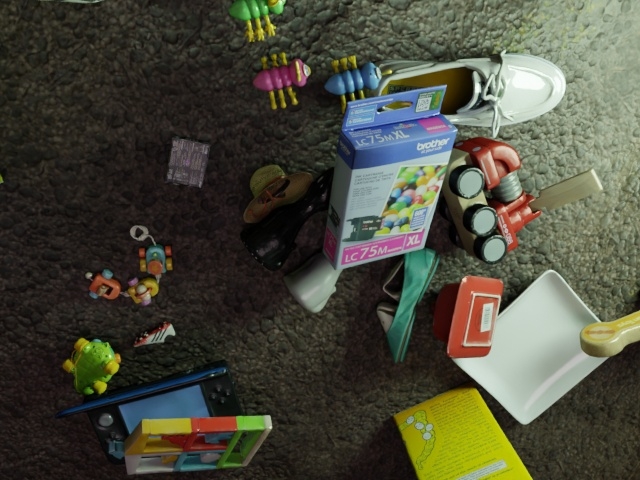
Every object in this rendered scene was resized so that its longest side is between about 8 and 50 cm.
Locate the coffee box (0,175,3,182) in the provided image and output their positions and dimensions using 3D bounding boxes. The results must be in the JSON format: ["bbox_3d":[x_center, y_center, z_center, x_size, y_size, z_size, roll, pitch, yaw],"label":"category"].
[{"bbox_3d":[-0.685,-0.163,0.869,0.334,0.337,0.338,-9,113,-6],"label":"coffee box"}]

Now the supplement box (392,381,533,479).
[{"bbox_3d":[0.302,0.488,1.291,0.195,0.356,0.194,-24,114,1],"label":"supplement box"}]

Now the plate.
[{"bbox_3d":[0.454,0.226,1.379,0.278,0.045,0.277,-44,111,10],"label":"plate"}]

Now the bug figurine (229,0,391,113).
[{"bbox_3d":[-0.021,-0.328,1.012,0.216,0.072,0.279,-17,95,6],"label":"bug figurine"}]

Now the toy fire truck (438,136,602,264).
[{"bbox_3d":[0.354,-0.097,1.183,0.246,0.158,0.217,-30,114,-9],"label":"toy fire truck"}]

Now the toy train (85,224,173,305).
[{"bbox_3d":[-0.344,0.060,1.177,0.125,0.046,0.166,35,103,-21],"label":"toy train"}]

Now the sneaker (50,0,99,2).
[{"bbox_3d":[-0.397,-0.387,0.950,0.234,0.106,0.078,-3,114,-8],"label":"sneaker"}]

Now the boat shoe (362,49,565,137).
[{"bbox_3d":[0.258,-0.250,1.087,0.367,0.156,0.136,1,112,-9],"label":"boat shoe"}]

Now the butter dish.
[{"bbox_3d":[0.271,0.143,1.280,0.160,0.118,0.160,9,92,-44],"label":"butter dish"}]

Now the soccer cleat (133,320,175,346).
[{"bbox_3d":[-0.319,0.187,1.245,0.083,0.029,0.035,-30,110,-1],"label":"soccer cleat"}]

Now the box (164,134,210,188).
[{"bbox_3d":[-0.232,-0.136,1.129,0.067,0.018,0.083,9,111,-13],"label":"box"}]

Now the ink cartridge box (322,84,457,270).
[{"bbox_3d":[0.111,-0.094,1.061,0.186,0.065,0.311,-13,134,-21],"label":"ink cartridge box"}]

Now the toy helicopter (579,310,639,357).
[{"bbox_3d":[0.696,0.161,1.287,0.355,0.235,0.140,-20,114,0],"label":"toy helicopter"}]

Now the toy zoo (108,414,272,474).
[{"bbox_3d":[-0.262,0.402,1.270,0.293,0.030,0.192,5,138,-24],"label":"toy zoo"}]

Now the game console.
[{"bbox_3d":[-0.307,0.344,1.233,0.293,0.173,0.250,-14,114,-3],"label":"game console"}]

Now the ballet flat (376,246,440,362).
[{"bbox_3d":[0.159,0.120,1.278,0.087,0.083,0.247,19,110,9],"label":"ballet flat"}]

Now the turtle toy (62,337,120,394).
[{"bbox_3d":[-0.431,0.242,1.227,0.095,0.066,0.130,36,105,5],"label":"turtle toy"}]

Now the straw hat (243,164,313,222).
[{"bbox_3d":[-0.090,-0.097,1.141,0.144,0.144,0.061,-34,73,6],"label":"straw hat"}]

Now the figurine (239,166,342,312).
[{"bbox_3d":[0.000,0.000,1.181,0.209,0.092,0.215,-39,122,3],"label":"figurine"}]
